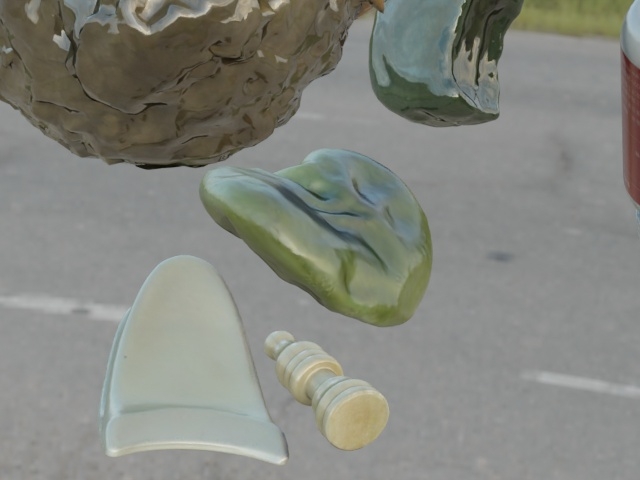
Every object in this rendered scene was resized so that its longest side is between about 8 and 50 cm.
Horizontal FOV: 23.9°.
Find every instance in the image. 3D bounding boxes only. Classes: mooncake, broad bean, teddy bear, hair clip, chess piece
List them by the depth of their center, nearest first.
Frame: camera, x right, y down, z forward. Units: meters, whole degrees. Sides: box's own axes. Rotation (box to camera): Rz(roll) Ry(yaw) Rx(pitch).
[{"bbox_3d":[-0.016,-0.104,0.382,0.140,0.190,0.177,40,-13,-18],"label":"teddy bear"},{"bbox_3d":[-0.003,0.070,0.771,0.035,0.035,0.092,-5,25,-28],"label":"chess piece"},{"bbox_3d":[0.001,-0.003,0.985,0.153,0.072,0.207,35,21,13],"label":"broad bean"},{"bbox_3d":[0.129,-0.194,1.470,0.104,0.175,0.168,15,30,-35],"label":"mooncake"},{"bbox_3d":[-0.137,0.132,1.493,0.173,0.113,0.282,4,45,-14],"label":"hair clip"}]

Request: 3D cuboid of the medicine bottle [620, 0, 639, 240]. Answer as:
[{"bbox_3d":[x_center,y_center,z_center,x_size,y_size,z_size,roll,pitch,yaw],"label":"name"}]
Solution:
[{"bbox_3d":[0.330,-0.099,1.327,0.131,0.250,0.131,-7,42,6],"label":"medicine bottle"}]
